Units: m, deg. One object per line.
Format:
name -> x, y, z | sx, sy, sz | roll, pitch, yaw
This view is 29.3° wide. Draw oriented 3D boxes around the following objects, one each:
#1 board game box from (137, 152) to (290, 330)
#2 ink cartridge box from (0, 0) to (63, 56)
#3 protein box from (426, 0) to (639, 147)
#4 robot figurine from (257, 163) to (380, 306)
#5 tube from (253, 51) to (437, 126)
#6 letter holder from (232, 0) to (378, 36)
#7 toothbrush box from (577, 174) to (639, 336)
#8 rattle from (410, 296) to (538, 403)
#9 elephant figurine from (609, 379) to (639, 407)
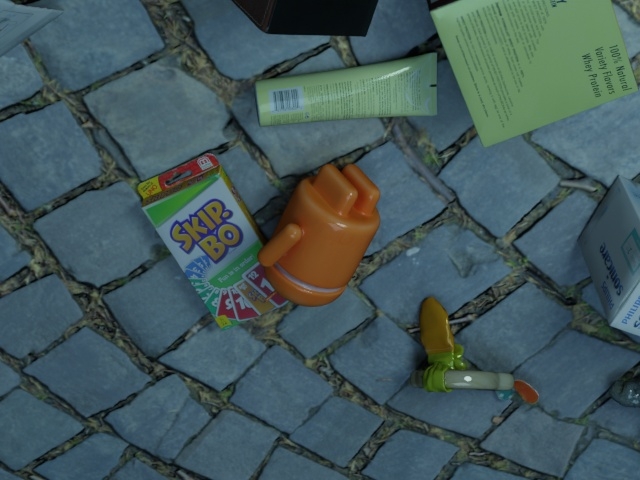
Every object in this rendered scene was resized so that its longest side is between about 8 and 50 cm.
board game box -> -0.145, 0.005, 1.728 | 0.124, 0.039, 0.259 | -23, 117, 12
ink cartridge box -> -0.517, -0.236, 1.413 | 0.308, 0.385, 0.091 | -30, 87, 16
protein box -> 0.256, -0.258, 1.507 | 0.201, 0.136, 0.200 | -20, 120, 12
robot figurine -> -0.002, 0.000, 1.670 | 0.128, 0.158, 0.219 | 27, 119, 1
tube -> 0.035, -0.190, 1.597 | 0.240, 0.062, 0.070 | -7, 166, -3
letter holder -> -0.016, -0.419, 1.410 | 0.152, 0.214, 0.302 | -6, 128, -36
toothbrush box -> 0.523, 0.057, 1.666 | 0.295, 0.216, 0.126 | 19, 119, -12
rattle -> 0.235, 0.171, 1.842 | 0.199, 0.143, 0.130 | 2, 156, -20
elephant figurine -> 0.591, 0.282, 1.867 | 0.239, 0.186, 0.169 | -17, 165, 22
